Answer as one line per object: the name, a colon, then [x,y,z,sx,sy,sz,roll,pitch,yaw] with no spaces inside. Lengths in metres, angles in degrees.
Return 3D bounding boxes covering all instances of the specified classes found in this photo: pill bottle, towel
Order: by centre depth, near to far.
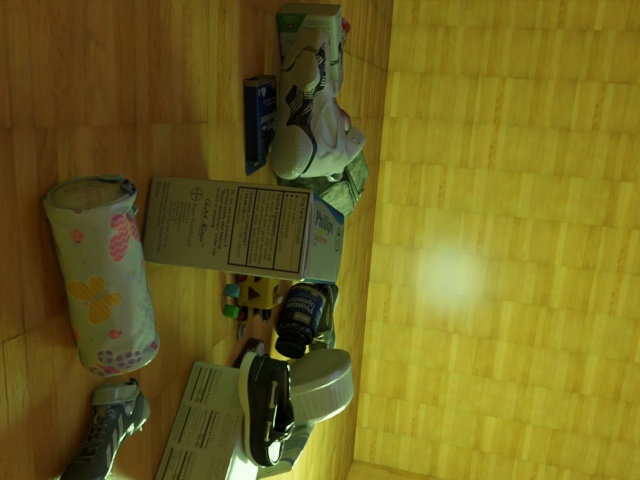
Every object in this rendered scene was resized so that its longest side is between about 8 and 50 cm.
towel: [-0.126,0.550,1.522,0.034,0.209,0.285,67,20,-7]
pill bottle: [-0.066,0.248,1.739,0.123,0.123,0.219,82,20,-47]

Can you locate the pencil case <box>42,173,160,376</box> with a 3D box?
pencil case: [-0.289,0.048,0.763,0.124,0.113,0.273,-99,-171,-65]

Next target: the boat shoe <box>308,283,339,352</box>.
boat shoe: [-0.001,0.300,2.094,0.095,0.112,0.335,44,47,-51]

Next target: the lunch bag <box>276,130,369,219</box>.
lunch bag: [-0.003,-0.165,1.641,0.256,0.213,0.305,-63,161,-12]

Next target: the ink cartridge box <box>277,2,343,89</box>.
ink cartridge box: [-0.021,-0.503,1.476,0.087,0.153,0.208,-69,162,-47]

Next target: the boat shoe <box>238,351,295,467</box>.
boat shoe: [-0.098,0.355,1.128,0.114,0.091,0.302,-64,155,-50]

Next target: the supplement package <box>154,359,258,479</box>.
supplement package: [-0.211,0.422,1.197,0.204,0.145,0.262,73,29,-59]

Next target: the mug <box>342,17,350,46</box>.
mug: [0.022,-0.573,1.707,0.150,0.113,0.169,40,61,-72]

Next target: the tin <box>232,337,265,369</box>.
tin: [-0.190,0.336,1.471,0.189,0.040,0.106,-62,159,-56]

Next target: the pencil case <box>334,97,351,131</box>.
pencil case: [0.021,-0.390,1.782,0.284,0.124,0.124,11,86,-77]

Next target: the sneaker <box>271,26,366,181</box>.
sneaker: [0.005,-0.322,1.396,0.210,0.137,0.365,6,95,-42]

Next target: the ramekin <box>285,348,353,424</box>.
ramekin: [-0.029,0.422,1.618,0.273,0.273,0.127,-36,111,-71]

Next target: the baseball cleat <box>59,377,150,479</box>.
baseball cleat: [-0.332,0.286,0.838,0.206,0.072,0.109,-64,143,-64]

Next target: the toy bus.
toy bus: [-0.148,0.133,1.389,0.202,0.104,0.191,76,25,-55]

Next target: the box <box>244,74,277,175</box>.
box: [-0.141,-0.277,1.353,0.136,0.036,0.225,-54,149,-64]

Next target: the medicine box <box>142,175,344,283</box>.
medicine box: [-0.124,-0.011,1.020,0.263,0.289,0.149,22,76,-75]
